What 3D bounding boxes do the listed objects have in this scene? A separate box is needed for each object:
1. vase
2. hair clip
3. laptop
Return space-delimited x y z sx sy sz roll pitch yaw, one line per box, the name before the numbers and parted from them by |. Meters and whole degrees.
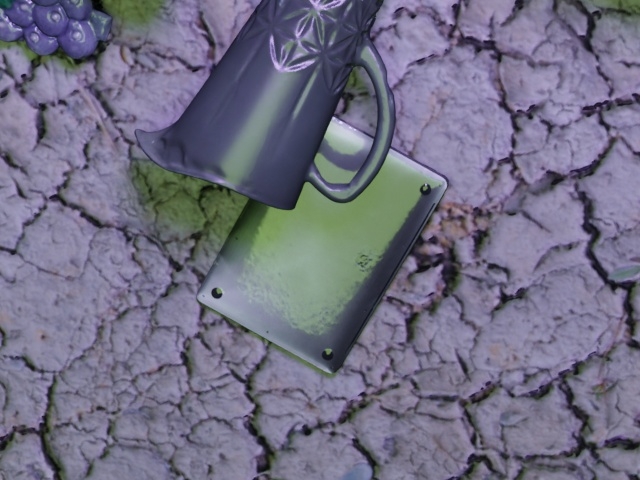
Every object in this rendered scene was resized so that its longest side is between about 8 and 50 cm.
vase | -0.025 -0.174 1.913 0.251 0.156 0.301 30 99 2
hair clip | -0.314 -0.269 1.949 0.195 0.052 0.124 20 112 4
laptop | 0.000 0.000 2.025 0.188 0.015 0.269 29 106 -4
